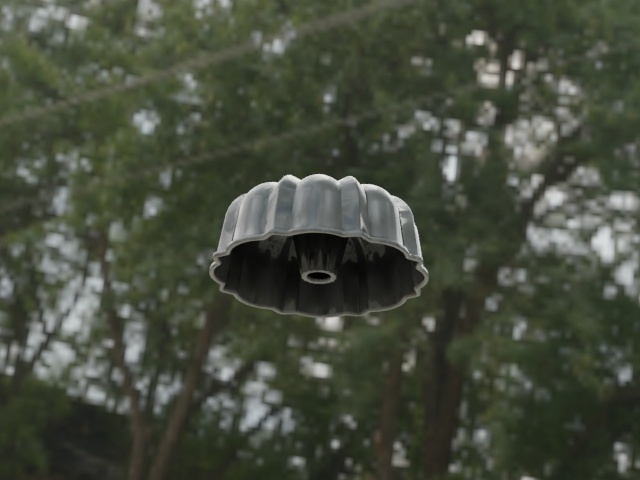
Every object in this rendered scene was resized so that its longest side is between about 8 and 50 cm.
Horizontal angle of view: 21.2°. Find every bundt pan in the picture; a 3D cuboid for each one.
[{"bbox_3d":[0.000,0.000,2.570,0.331,0.124,0.331,2,-24,1],"label":"bundt pan"}]
